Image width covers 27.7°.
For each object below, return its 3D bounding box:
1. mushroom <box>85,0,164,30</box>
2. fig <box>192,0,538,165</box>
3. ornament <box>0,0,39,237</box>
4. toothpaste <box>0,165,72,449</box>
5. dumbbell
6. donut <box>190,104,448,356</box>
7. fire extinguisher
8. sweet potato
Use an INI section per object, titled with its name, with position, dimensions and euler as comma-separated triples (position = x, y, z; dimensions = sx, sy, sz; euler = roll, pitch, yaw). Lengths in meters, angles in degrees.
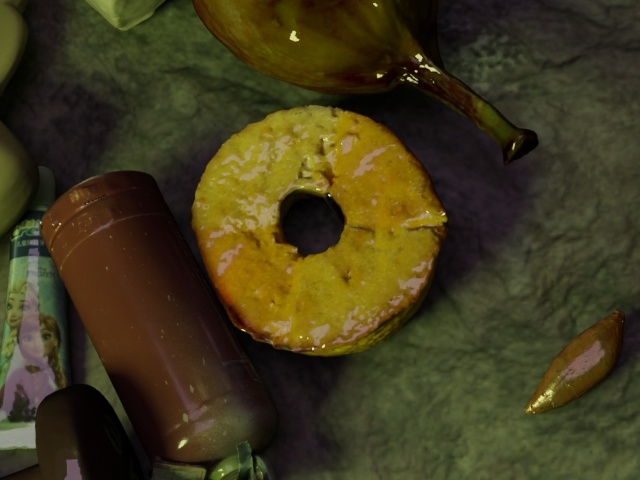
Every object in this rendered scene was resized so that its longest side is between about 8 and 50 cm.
[mushroom]
position = -0.209, -0.321, 1.043
dimensions = 0.137, 0.154, 0.407
euler = -36, 59, 2
[fig]
position = 0.014, -0.155, 0.906
dimensions = 0.190, 0.191, 0.290
euler = -21, 63, 2
[ornament]
position = -0.290, -0.082, 0.998
dimensions = 0.245, 0.061, 0.230
euler = -41, 50, -5
[toothpaste]
position = -0.209, 0.048, 0.959
dimensions = 0.062, 0.037, 0.216
euler = -1, 71, -3
[dumbbell]
position = -0.228, 0.191, 0.850
dimensions = 0.225, 0.124, 0.140
euler = -20, 105, 2
[donut]
position = 0.001, -0.001, 0.918
dimensions = 0.174, 0.075, 0.190
euler = -43, 64, -6
[fire extinguisher]
position = -0.100, 0.080, 0.887
dimensions = 0.104, 0.105, 0.269
euler = -29, 66, -1
[sweet potato]
position = 0.175, 0.086, 0.874
dimensions = 0.095, 0.034, 0.034
euler = -47, 68, 2
